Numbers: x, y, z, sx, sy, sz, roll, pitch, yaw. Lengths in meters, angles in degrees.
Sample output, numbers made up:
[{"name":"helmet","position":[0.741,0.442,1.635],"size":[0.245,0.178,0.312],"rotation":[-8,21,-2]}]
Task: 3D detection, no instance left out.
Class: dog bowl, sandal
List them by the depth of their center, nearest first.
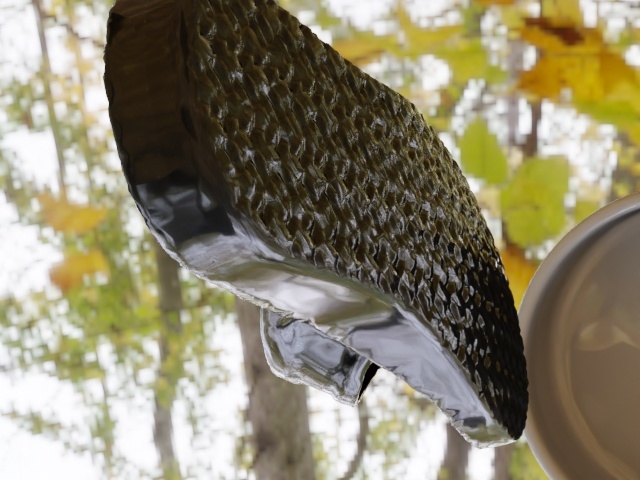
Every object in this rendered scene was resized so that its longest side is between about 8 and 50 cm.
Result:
[{"name":"sandal","position":[-0.001,-0.003,0.856],"size":[0.107,0.446,0.167],"rotation":[-15,-116,21]},{"name":"dog bowl","position":[0.278,0.089,1.233],"size":[0.265,0.264,0.104],"rotation":[8,-175,19]}]
